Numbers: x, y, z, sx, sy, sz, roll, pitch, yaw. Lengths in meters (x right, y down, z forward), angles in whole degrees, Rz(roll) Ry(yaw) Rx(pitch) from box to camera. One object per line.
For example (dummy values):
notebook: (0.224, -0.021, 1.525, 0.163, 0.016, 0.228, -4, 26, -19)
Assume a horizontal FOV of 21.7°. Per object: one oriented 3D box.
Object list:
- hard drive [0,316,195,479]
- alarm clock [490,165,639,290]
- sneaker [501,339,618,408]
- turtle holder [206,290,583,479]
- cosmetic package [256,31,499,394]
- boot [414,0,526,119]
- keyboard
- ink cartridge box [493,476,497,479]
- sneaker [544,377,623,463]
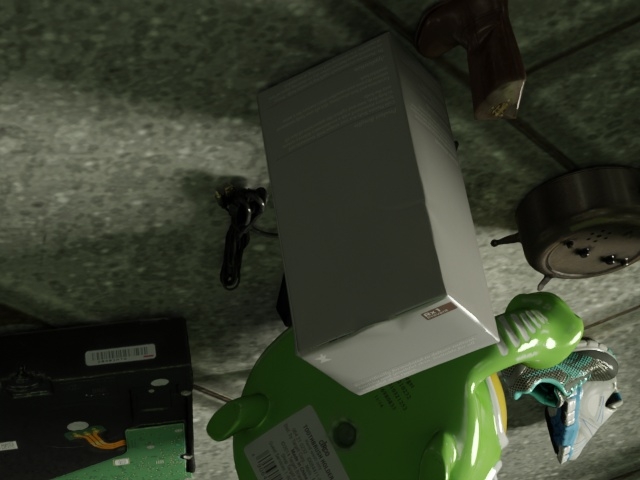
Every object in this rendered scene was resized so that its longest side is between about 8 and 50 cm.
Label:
hard drive: (-0.249, 0.184, 1.718, 0.237, 0.064, 0.339, -7, 151, -6)
alarm clock: (0.259, -0.021, 1.507, 0.129, 0.064, 0.192, 15, 140, -39)
sneaker: (0.256, 0.148, 1.802, 0.167, 0.076, 0.065, 8, 148, -30)
turtle holder: (0.073, 0.152, 1.581, 0.227, 0.243, 0.320, 6, 112, -61)
cosmetic package: (0.040, -0.020, 1.240, 0.127, 0.238, 0.107, -21, 150, 22)
boot: (0.108, -0.124, 1.199, 0.037, 0.114, 0.106, 5, 149, -26)
keyboard: (0.000, 0.000, 1.490, 0.202, 0.033, 0.317, -4, 151, -11)
ink cartridge box: (0.066, 0.229, 1.734, 0.224, 0.223, 0.045, -8, 158, -3)
sneaker: (0.309, 0.202, 1.935, 0.083, 0.071, 0.190, -14, 153, -6)
